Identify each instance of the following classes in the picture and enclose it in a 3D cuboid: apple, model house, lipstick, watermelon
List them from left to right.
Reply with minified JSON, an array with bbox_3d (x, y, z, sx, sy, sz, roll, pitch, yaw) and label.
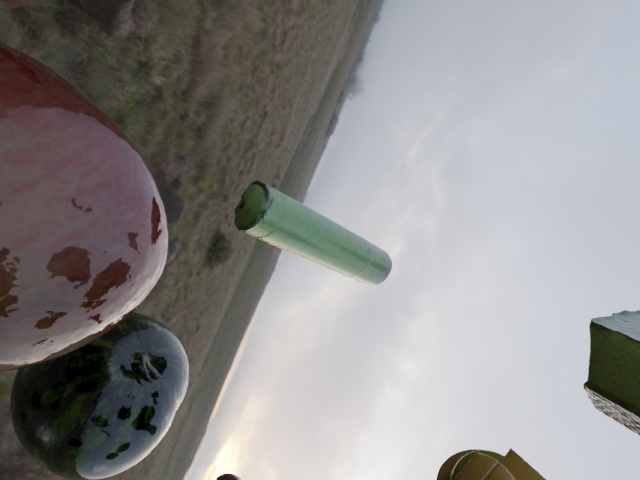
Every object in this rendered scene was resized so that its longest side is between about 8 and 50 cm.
[{"bbox_3d":[-0.336,-0.022,0.424,0.269,0.344,0.345,-55,175,-41],"label":"apple"},{"bbox_3d":[-0.352,0.239,0.722,0.269,0.269,0.269,-158,-90,-85],"label":"watermelon"},{"bbox_3d":[0.000,0.000,0.683,0.076,0.304,0.076,-19,-120,36],"label":"lipstick"},{"bbox_3d":[0.605,0.244,0.781,0.195,0.214,0.189,28,-63,59],"label":"model house"}]

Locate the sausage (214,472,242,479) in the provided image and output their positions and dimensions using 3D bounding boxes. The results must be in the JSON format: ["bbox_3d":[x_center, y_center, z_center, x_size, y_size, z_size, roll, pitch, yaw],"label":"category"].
[{"bbox_3d":[-0.120,0.380,0.639,0.186,0.043,0.043,-18,-132,65],"label":"sausage"}]

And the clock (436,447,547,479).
[{"bbox_3d":[0.177,0.450,0.569,0.200,0.317,0.244,26,-42,49],"label":"clock"}]
